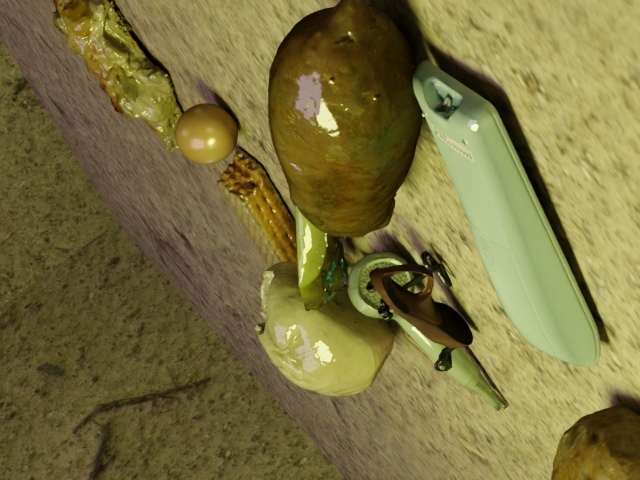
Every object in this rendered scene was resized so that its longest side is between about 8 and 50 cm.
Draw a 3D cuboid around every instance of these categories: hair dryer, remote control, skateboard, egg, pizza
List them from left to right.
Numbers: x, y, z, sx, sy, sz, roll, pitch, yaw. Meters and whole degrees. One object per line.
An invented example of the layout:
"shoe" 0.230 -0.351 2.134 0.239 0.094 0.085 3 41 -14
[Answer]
"pizza" -0.304 -0.265 2.285 0.323 0.089 0.223 53 173 -5
"egg" -0.145 -0.137 2.016 0.096 0.080 0.080 25 152 56
"skateboard" 0.110 0.065 1.609 0.151 0.080 0.067 40 -155 -39
"hair dryer" 0.122 0.108 1.768 0.237 0.075 0.206 45 177 1
"remote control" 0.146 -0.011 1.239 0.103 0.051 0.293 42 164 51

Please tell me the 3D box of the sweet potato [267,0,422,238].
"sweet potato" 0.025 -0.080 1.325 0.130 0.130 0.422 49 170 19

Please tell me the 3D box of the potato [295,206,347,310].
"potato" 0.000 0.000 1.841 0.119 0.054 0.197 -80 -13 -57

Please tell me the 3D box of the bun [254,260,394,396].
"bun" -0.009 0.120 1.989 0.193 0.128 0.178 33 -163 -6

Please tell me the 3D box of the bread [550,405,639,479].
"bread" 0.285 0.258 1.342 0.230 0.123 0.230 51 167 16

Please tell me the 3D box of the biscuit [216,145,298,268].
"biscuit" -0.037 0.035 2.184 0.094 0.054 0.378 38 162 52
